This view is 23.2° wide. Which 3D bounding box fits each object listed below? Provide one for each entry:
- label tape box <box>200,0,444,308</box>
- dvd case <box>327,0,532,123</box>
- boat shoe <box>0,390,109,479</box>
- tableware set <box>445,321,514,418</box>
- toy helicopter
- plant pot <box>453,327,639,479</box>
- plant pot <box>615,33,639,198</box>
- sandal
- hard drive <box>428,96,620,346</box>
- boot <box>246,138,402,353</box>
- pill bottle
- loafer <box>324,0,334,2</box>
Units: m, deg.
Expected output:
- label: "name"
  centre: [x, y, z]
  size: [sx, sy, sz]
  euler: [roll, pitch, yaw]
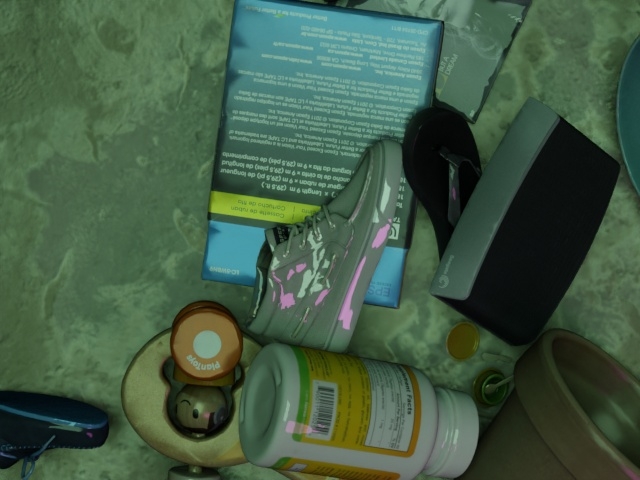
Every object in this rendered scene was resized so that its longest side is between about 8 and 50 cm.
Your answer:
- label: "label tape box"
  centre: [0.002, -0.107, 1.819]
  size: [0.241, 0.106, 0.333]
  euler: [9, 98, 3]
- label: "dvd case"
  centre: [0.119, -0.259, 1.861]
  size: [0.221, 0.018, 0.164]
  euler: [25, 91, 3]
- label: "boat shoe"
  centre: [-0.372, 0.229, 1.858]
  size: [0.258, 0.109, 0.089]
  euler: [5, 97, 20]
- label: "tableware set"
  centre: [0.190, 0.136, 1.825]
  size: [0.104, 0.024, 0.154]
  euler: [14, 92, -31]
- label: "toy helicopter"
  centre: [-0.075, 0.242, 1.817]
  size: [0.355, 0.140, 0.235]
  euler: [33, 88, -6]
- label: "plant pot"
  centre: [0.269, 0.266, 1.758]
  size: [0.263, 0.263, 0.229]
  euler: [45, 111, 3]
- label: "plant pot"
  centre: [0.501, -0.136, 1.735]
  size: [0.195, 0.290, 0.290]
  euler: [-19, 88, -30]
- label: "sandal"
  centre: [0.164, -0.043, 1.780]
  size: [0.097, 0.054, 0.254]
  euler: [-38, 124, -26]
- label: "hard drive"
  centre: [0.242, -0.016, 1.781]
  size: [0.172, 0.054, 0.254]
  euler: [33, 82, -36]
- label: "boot"
  centre: [0.000, 0.000, 1.724]
  size: [0.123, 0.095, 0.258]
  euler: [15, 100, -13]
- label: "pill bottle"
  centre: [0.045, 0.198, 1.725]
  size: [0.246, 0.136, 0.136]
  euler: [12, 90, -23]
- label: "loafer"
  centre: [-0.003, -0.389, 1.837]
  size: [0.078, 0.076, 0.223]
  euler: [-23, 81, 16]
